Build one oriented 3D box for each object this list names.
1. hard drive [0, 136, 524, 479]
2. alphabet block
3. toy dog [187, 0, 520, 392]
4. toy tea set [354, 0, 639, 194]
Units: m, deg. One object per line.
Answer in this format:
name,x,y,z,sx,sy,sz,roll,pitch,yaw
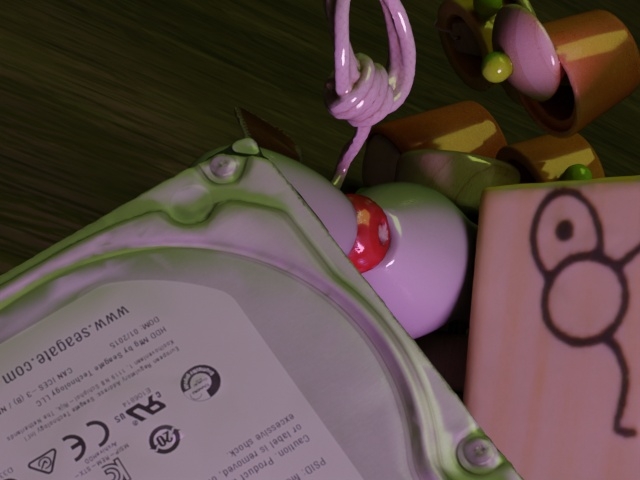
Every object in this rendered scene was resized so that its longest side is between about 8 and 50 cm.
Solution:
hard drive,-0.034,0.138,0.539,0.339,0.237,0.064,53,-14,27
alphabet block,0.209,0.079,0.837,0.193,0.192,0.197,24,70,-52
toy dog,0.000,0.000,0.847,0.334,0.161,0.220,47,51,-48
toy tea set,0.109,-0.066,1.004,0.124,0.336,0.200,-26,62,-17
